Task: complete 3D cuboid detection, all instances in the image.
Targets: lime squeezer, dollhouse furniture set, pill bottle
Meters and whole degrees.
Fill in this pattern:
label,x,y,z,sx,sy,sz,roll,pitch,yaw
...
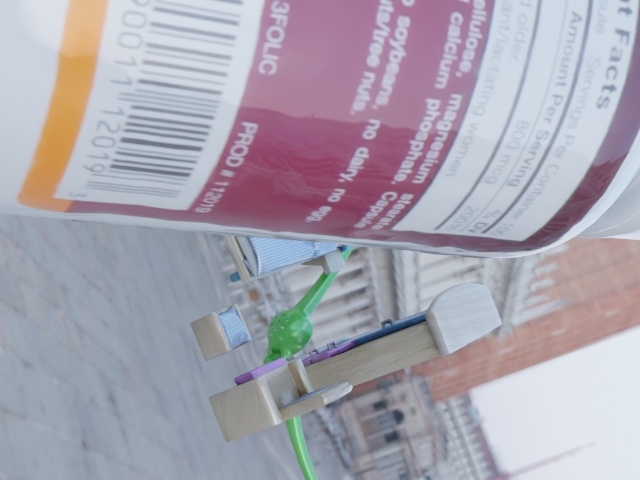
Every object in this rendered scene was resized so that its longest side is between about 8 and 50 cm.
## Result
label,x,y,z,sx,sy,sz,roll,pitch,yaw
lime squeezer,-0.025,0.145,1.219,0.110,0.059,0.310,6,91,-62
dollhouse furniture set,0.000,0.000,1.063,0.286,0.198,0.303,-15,82,-58
pill bottle,0.024,-0.108,0.495,0.224,0.392,0.224,-18,-110,61
